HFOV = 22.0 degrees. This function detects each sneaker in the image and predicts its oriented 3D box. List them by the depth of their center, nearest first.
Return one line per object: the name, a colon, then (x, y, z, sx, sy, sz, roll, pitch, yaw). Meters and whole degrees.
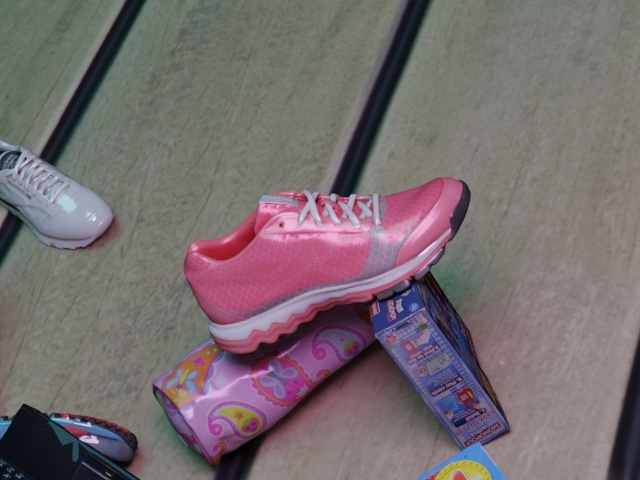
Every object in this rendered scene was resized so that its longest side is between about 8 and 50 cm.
sneaker: (0.000, 0.000, 1.669, 0.314, 0.136, 0.116, -27, 23, 13)
sneaker: (-0.331, 0.258, 1.833, 0.261, 0.104, 0.125, -4, 81, 5)
sneaker: (-0.364, -0.065, 2.134, 0.235, 0.095, 0.090, 23, 59, 36)

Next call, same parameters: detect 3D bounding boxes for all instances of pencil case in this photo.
pencil case: (-0.045, 0.123, 1.805, 0.284, 0.124, 0.124, -37, 45, -13)

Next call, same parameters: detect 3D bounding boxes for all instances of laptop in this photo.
laptop: (-0.316, 0.323, 1.674, 0.234, 0.136, 0.264, 29, 86, 24)

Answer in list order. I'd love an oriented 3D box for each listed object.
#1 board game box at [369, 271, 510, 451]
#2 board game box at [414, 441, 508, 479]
board game box: (0.121, 0.114, 1.713, 0.060, 0.194, 0.194, -29, 22, 10)
board game box: (0.103, 0.382, 1.514, 0.308, 0.086, 0.302, -31, 45, -7)
